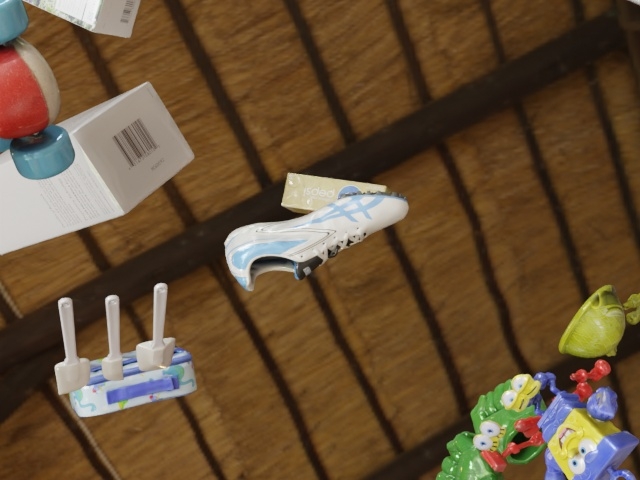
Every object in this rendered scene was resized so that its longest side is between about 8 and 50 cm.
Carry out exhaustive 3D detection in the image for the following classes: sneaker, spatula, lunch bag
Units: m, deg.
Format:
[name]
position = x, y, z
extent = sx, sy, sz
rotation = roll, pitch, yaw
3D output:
[sneaker]
position = 0.000, 0.000, 1.219
extent = 0.085, 0.237, 0.086
rotation = 75, 177, -73
[spatula]
position = -0.274, 0.130, 1.314
extent = 0.168, 0.242, 0.019
rotation = -8, -125, -17
[lunch bag]
position = -0.339, 0.251, 1.757
extent = 0.219, 0.176, 0.090
rotation = -11, -85, -20

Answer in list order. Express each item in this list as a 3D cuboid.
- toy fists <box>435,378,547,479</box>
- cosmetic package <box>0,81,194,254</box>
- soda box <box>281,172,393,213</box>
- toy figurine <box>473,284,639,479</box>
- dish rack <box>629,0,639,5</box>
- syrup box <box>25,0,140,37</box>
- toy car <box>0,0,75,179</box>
[toy fists]
position = 0.305, 0.369, 1.761
extent = 0.096, 0.142, 0.279
rotation = 22, -69, -18
[cosmetic package]
position = -0.413, -0.114, 1.618
extent = 0.197, 0.366, 0.155
rotation = -47, -67, -42
[soda box]
position = 0.029, -0.071, 1.677
extent = 0.058, 0.181, 0.061
rotation = 26, -106, -70
[toy figurine]
position = 0.415, 0.268, 1.442
extent = 0.191, 0.217, 0.362
rotation = 5, -55, -38
[dish rack]
position = 0.505, -0.410, 1.484
extent = 0.072, 0.333, 0.285
rotation = -62, -19, 9
[syrup box]
position = -0.408, -0.411, 1.566
extent = 0.096, 0.237, 0.093
rotation = -10, -56, -63
[toy car]
position = -0.441, -0.151, 1.110
extent = 0.238, 0.210, 0.219
rotation = -38, -44, -32
